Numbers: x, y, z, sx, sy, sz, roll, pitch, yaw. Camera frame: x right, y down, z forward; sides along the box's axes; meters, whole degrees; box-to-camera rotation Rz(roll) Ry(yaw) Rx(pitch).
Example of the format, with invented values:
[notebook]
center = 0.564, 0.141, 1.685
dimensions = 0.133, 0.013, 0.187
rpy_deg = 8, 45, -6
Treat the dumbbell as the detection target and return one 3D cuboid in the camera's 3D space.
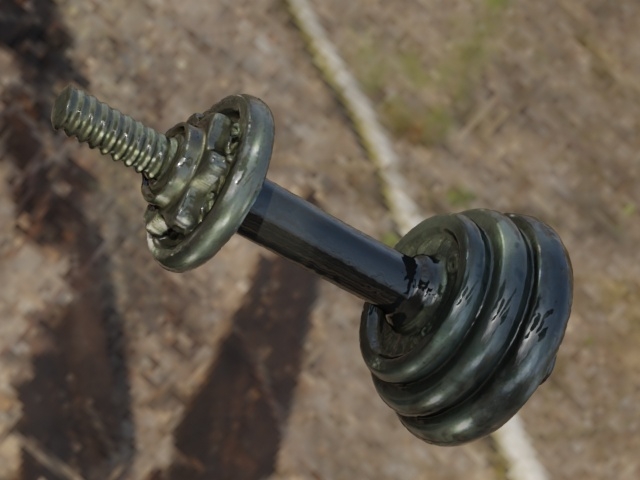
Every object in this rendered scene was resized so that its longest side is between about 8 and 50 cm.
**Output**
[dumbbell]
center = 0.000, 0.000, 0.813
dimensions = 0.254, 0.110, 0.110
rpy_deg = 29, 26, -25
